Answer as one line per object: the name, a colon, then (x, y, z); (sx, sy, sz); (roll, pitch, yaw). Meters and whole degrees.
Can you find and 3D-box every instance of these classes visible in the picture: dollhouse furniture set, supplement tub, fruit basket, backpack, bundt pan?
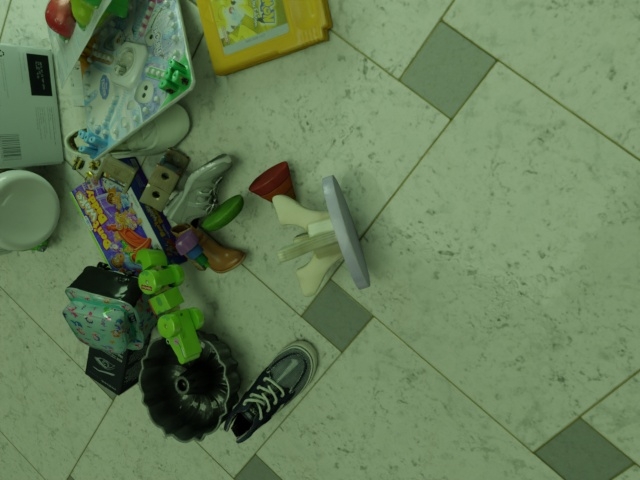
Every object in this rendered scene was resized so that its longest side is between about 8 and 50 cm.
dollhouse furniture set: (-0.474, -0.195, 1.331); (0.184, 0.129, 0.129); (28, 116, -17)
supplement tub: (-0.998, -0.107, 1.510); (0.331, 0.241, 0.240); (10, 108, 28)
fruit basket: (-0.615, -0.623, 1.279); (0.353, 0.166, 0.327); (-44, 59, 35)
backpack: (-0.602, 0.218, 1.443); (0.225, 0.191, 0.253); (12, 140, 9)
bundt pan: (-0.373, 0.415, 1.469); (0.331, 0.124, 0.330); (0, 90, 25)

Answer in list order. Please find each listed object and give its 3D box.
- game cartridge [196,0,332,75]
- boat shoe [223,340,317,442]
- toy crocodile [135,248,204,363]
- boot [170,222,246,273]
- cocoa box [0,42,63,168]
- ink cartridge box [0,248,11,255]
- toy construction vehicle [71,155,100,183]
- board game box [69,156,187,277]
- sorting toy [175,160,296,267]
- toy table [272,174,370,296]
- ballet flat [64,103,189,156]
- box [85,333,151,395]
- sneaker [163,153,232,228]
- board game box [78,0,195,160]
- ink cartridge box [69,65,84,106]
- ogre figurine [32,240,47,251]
game cartridge: (-0.147, -0.576, 1.172); (0.324, 0.053, 0.285); (-9, 100, 26)
boat shoe: (-0.139, 0.430, 1.373); (0.127, 0.158, 0.340); (39, 116, 10)
toy crocodile: (-0.421, 0.174, 1.360); (0.105, 0.115, 0.340); (-26, 86, 30)
boot: (-0.312, 0.015, 1.357); (0.197, 0.073, 0.152); (-7, 128, 28)
cocoa box: (-0.956, -0.400, 1.473); (0.228, 0.231, 0.346); (8, 106, 23)
ink cartridge box: (-1.195, -0.080, 1.674); (0.122, 0.211, 0.289); (13, 109, 21)
toy construction vehicle: (-0.731, -0.226, 1.530); (0.086, 0.035, 0.098); (44, 116, 7)
board game box: (-0.579, -0.043, 1.488); (0.233, 0.078, 0.347); (-26, 93, 27)
sorting toy: (-0.199, -0.049, 1.275); (0.366, 0.127, 0.126); (-36, 112, 6)
toy table: (0.000, 0.000, 1.167); (0.161, 0.252, 0.274); (-17, 85, 11)
ballet flat: (-0.551, -0.292, 1.380); (0.401, 0.139, 0.139); (-4, 102, 24)
box: (-0.664, 0.371, 1.618); (0.153, 0.108, 0.207); (26, 113, 15)
sneaker: (-0.312, -0.127, 1.350); (0.115, 0.105, 0.281); (45, 126, -6)
board game box: (-0.503, -0.458, 1.269); (0.390, 0.050, 0.389); (-26, 67, 26)
ink cartridge box: (-0.707, -0.456, 1.463); (0.063, 0.029, 0.115); (5, 105, 23)
ogre figurine: (-0.969, -0.023, 1.657); (0.197, 0.097, 0.118); (3, 93, 12)
